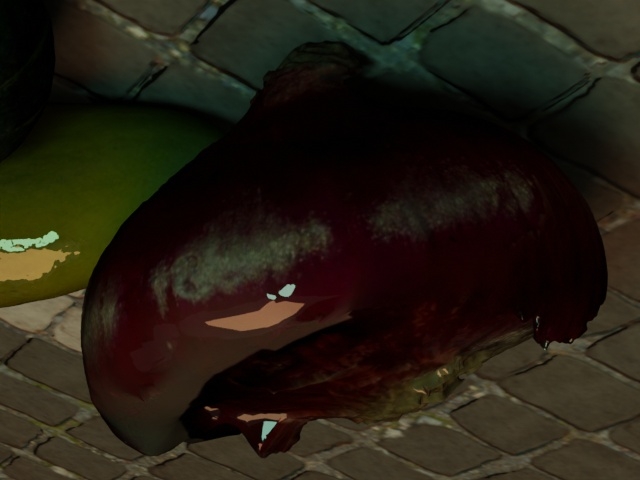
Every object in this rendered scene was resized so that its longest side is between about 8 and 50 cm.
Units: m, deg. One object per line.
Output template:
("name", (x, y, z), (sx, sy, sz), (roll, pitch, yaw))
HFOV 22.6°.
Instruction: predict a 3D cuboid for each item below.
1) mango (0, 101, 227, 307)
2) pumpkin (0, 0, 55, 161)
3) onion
("mango", (-0.168, -0.021, 0.895), (0.237, 0.137, 0.091), (0, 137, 25))
("pumpkin", (-0.217, -0.098, 0.802), (0.167, 0.125, 0.167), (16, 143, 13))
("onion", (0.000, 0.000, 0.813), (0.272, 0.195, 0.272), (-13, 167, -3))
